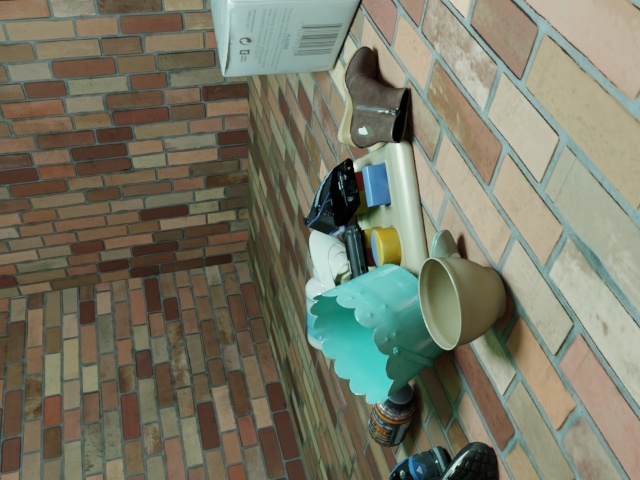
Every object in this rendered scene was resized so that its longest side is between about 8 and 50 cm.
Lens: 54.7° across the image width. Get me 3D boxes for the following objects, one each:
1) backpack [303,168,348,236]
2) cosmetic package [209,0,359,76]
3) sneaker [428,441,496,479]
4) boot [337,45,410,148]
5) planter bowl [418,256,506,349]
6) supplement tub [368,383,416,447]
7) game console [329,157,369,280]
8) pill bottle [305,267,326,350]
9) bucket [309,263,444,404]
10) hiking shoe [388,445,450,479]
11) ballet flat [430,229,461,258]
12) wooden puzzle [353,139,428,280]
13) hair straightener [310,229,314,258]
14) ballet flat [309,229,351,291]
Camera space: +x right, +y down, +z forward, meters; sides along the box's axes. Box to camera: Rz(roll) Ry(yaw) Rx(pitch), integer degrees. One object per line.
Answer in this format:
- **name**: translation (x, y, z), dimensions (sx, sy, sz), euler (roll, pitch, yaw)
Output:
- **backpack**: translation (0.039, -0.113, 1.780), dimensions (0.158, 0.117, 0.173), euler (139, 153, -72)
- **cosmetic package**: translation (-0.123, -0.694, 1.641), dimensions (0.329, 0.327, 0.393), euler (122, 138, -69)
- **sneaker**: translation (0.250, 0.503, 1.244), dimensions (0.124, 0.107, 0.283), euler (-116, 43, -67)
- **boot**: translation (0.133, -0.328, 1.392), dimensions (0.207, 0.090, 0.248), euler (8, 86, 55)
- **planter bowl**: translation (0.255, 0.102, 1.085), dimensions (0.162, 0.109, 0.162), euler (172, 90, -76)
- **supplement tub**: translation (0.183, 0.433, 1.568), dimensions (0.198, 0.106, 0.106), euler (96, 160, -45)
- **game console**: translation (0.077, -0.015, 1.567), dimensions (0.213, 0.044, 0.361), euler (120, 141, -78)
- **pill bottle**: translation (0.027, 0.205, 1.953), dimensions (0.146, 0.146, 0.264), euler (-127, 32, -61)
- **bucket**: translation (0.128, 0.197, 1.349), dimensions (0.281, 0.183, 0.281), euler (45, 150, 35)
- **hiking shoe**: translation (0.212, 0.575, 1.482), dimensions (0.304, 0.132, 0.113), euler (99, 157, -50)
- **ballet flat**: translation (0.253, 0.080, 1.200), dimensions (0.068, 0.072, 0.213), euler (25, 128, 40)
- **wooden puzzle**: translation (0.139, -0.059, 1.495), dimensions (0.348, 0.080, 0.322), euler (176, 86, -75)
- **hair straightener**: translation (0.000, 0.000, 2.163), dimensions (0.089, 0.047, 0.230), euler (-115, 26, -47)
- **ballet flat**: translation (0.083, 0.134, 1.785), dimensions (0.139, 0.139, 0.400), euler (123, 132, -69)
